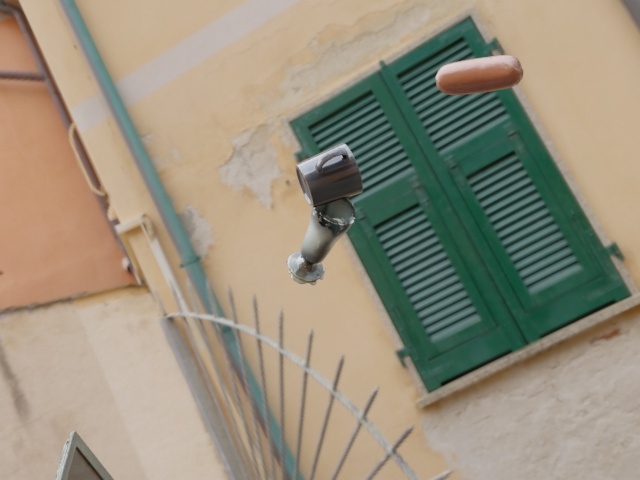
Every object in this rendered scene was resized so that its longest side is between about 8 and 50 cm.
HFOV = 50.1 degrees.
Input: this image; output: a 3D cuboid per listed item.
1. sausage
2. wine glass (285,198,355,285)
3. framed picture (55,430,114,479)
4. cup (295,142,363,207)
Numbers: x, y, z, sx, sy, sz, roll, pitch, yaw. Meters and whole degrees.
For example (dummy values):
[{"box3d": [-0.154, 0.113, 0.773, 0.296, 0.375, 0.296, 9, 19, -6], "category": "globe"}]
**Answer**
[{"box3d": [0.155, -0.161, 0.670, 0.083, 0.034, 0.034, 0, 6, 31], "category": "sausage"}, {"box3d": [0.000, 0.000, 1.091, 0.072, 0.072, 0.155, -20, -29, -37], "category": "wine glass"}, {"box3d": [-0.313, 0.425, 0.857, 0.019, 0.296, 0.232, -3, -43, 5], "category": "framed picture"}, {"box3d": [0.011, -0.097, 0.980, 0.077, 0.078, 0.100, -22, -25, -9], "category": "cup"}]
